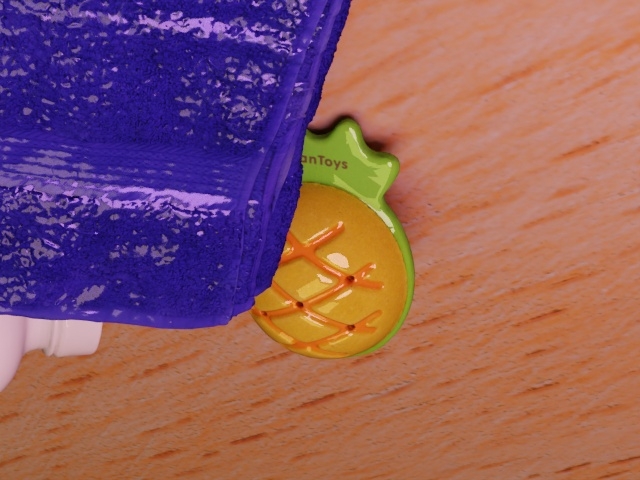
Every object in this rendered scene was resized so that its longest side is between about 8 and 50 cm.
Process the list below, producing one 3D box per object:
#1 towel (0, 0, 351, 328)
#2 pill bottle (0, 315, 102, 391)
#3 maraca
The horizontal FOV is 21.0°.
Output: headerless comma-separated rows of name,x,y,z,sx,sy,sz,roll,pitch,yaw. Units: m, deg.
towel,-0.106,-0.069,0.954,0.228,0.076,0.308,1,135,-16
pill bottle,-0.311,0.022,1.123,0.323,0.181,0.181,-2,152,-17
maraca,0.000,0.000,1.126,0.127,0.099,0.185,7,124,13
